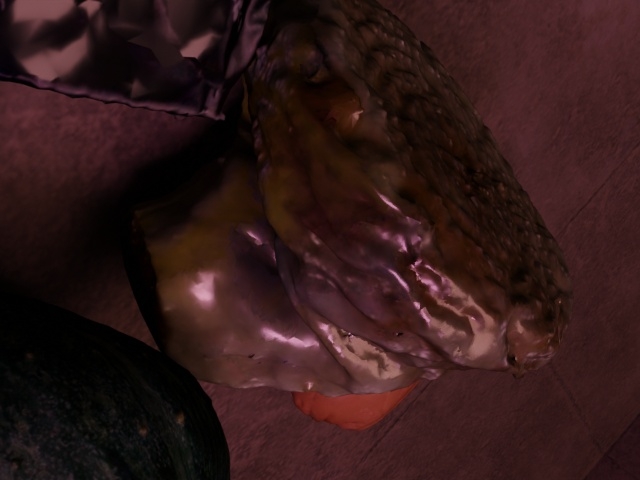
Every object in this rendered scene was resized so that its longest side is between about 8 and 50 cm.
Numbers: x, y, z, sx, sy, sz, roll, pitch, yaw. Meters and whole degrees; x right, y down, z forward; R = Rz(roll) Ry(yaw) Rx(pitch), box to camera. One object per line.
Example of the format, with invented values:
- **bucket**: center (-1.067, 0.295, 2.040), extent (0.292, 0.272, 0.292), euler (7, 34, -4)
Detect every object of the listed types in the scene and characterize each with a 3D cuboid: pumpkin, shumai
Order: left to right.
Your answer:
- **pumpkin**: center (-0.181, 0.131, 0.546), extent (0.197, 0.263, 0.293), euler (-61, 156, 1)
- **shumai**: center (0.000, 0.000, 0.669), extent (0.263, 0.309, 0.304), euler (-32, 138, 23)

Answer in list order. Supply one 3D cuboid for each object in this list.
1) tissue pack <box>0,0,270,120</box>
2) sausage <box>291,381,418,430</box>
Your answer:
- **tissue pack**: center (-0.136, -0.199, 0.430), extent (0.332, 0.123, 0.245), euler (4, 121, -50)
- **sausage**: center (0.090, 0.067, 0.936), extent (0.304, 0.121, 0.121), euler (-50, 146, 3)
